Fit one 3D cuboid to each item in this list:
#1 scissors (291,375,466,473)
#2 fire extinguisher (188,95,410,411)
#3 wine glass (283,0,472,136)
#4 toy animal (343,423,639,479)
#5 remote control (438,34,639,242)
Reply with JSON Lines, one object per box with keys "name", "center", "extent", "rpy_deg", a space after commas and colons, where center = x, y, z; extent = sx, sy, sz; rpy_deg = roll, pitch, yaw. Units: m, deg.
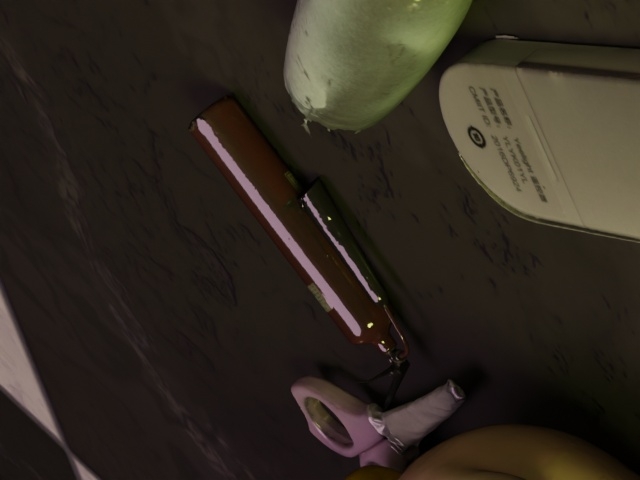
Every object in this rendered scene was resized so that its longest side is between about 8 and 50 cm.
{"name": "scissors", "center": [0.044, 0.098, 1.012], "extent": [0.110, 0.021, 0.212], "rpy_deg": [45, 157, 1]}
{"name": "fire extinguisher", "center": [0.000, 0.000, 0.945], "extent": [0.049, 0.035, 0.173], "rpy_deg": [-36, 91, 30]}
{"name": "wine glass", "center": [0.032, -0.106, 0.668], "extent": [0.074, 0.074, 0.262], "rpy_deg": [49, 159, 7]}
{"name": "toy animal", "center": [0.072, 0.256, 0.895], "extent": [0.277, 0.247, 0.345], "rpy_deg": [49, 156, 0]}
{"name": "remote control", "center": [0.122, -0.031, 0.666], "extent": [0.245, 0.022, 0.077], "rpy_deg": [14, 135, 58]}
